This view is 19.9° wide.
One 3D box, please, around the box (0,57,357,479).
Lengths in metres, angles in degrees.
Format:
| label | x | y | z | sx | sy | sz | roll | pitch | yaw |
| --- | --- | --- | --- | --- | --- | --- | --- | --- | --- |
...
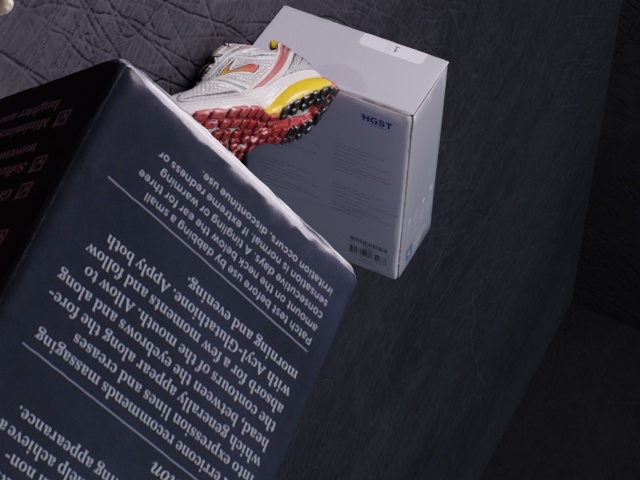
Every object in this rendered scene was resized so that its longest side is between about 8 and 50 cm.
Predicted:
| label | x | y | z | sx | sy | sz | roll | pitch | yaw |
| --- | --- | --- | --- | --- | --- | --- | --- | --- | --- |
| box | -0.204 | 0.135 | 1.016 | 0.212 | 0.294 | 0.395 | 43 | 55 | -30 |

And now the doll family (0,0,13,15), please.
| label | x | y | z | sx | sy | sz | roll | pitch | yaw |
| --- | --- | --- | --- | --- | --- | --- | --- | --- | --- |
| doll family | -0.255 | -0.133 | 1.088 | 0.193 | 0.076 | 0.111 | -62 | 167 | -12 |

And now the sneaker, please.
| label | x | y | z | sx | sy | sz | roll | pitch | yaw |
| --- | --- | --- | --- | --- | --- | --- | --- | --- | --- |
| sneaker | -0.087 | -0.123 | 1.633 | 0.225 | 0.092 | 0.088 | -21 | 152 | -49 |

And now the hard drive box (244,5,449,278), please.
| label | x | y | z | sx | sy | sz | roll | pitch | yaw |
| --- | --- | --- | --- | --- | --- | --- | --- | --- | --- |
| hard drive box | 0.021 | -0.095 | 1.816 | 0.089 | 0.181 | 0.232 | -56 | 160 | -38 |
